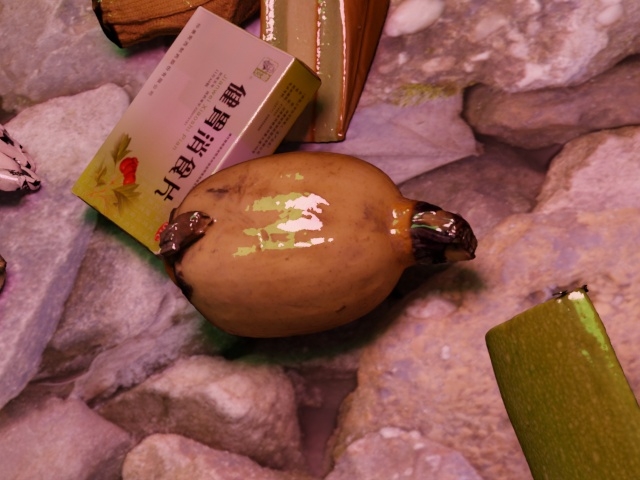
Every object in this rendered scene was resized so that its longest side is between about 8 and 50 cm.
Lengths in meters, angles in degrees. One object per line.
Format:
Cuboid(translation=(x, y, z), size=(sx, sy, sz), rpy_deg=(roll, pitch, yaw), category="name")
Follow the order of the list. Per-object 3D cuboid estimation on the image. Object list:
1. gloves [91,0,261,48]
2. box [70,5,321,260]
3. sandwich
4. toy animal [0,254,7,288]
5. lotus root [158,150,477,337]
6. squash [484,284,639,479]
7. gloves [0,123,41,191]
Cuboid(translation=(-0.118, -0.354, 1.924), size=(0.356, 0.155, 0.203), rpy_deg=(-29, 36, 22), category="gloves")
Cuboid(translation=(-0.140, -0.113, 1.745), size=(0.175, 0.062, 0.260), rpy_deg=(33, 86, 41), category="box")
Cuboid(translation=(0.006, -0.200, 1.832), size=(0.117, 0.144, 0.187), rpy_deg=(0, 88, 25), category="sandwich")
Cuboid(translation=(-0.438, 0.028, 1.803), size=(0.219, 0.103, 0.101), rpy_deg=(9, 37, 34), category="toy animal")
Cuboid(translation=(0.000, 0.000, 1.556), size=(0.310, 0.183, 0.183), rpy_deg=(-8, 49, 17), category="lotus root")
Cuboid(translation=(0.237, 0.191, 1.374), size=(0.111, 0.203, 0.288), rpy_deg=(-24, 81, 4), category="squash")
Cuboid(translation=(-0.429, -0.101, 1.891), size=(0.212, 0.111, 0.127), rpy_deg=(14, 54, 43), category="gloves")
